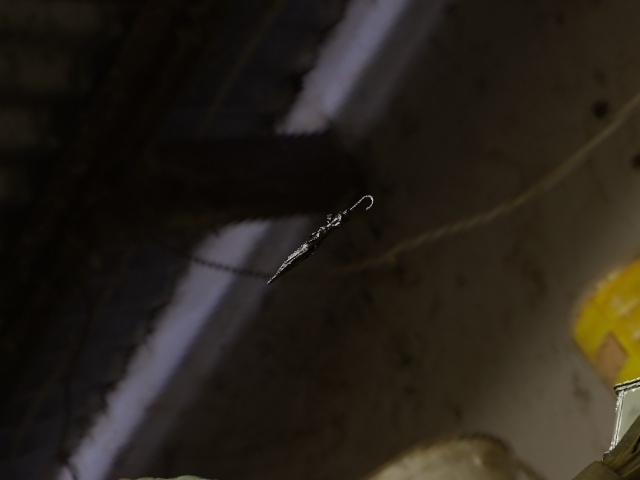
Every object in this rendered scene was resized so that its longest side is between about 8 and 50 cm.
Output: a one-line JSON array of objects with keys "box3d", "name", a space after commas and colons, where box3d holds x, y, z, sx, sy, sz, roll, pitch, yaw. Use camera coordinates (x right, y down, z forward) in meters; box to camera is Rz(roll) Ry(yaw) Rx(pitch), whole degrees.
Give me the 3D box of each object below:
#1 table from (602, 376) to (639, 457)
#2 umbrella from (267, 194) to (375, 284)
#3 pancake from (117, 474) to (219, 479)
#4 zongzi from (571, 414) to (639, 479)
[{"box3d": [0.256, 0.153, 1.314, 0.079, 0.083, 0.062, 34, -36, -27], "name": "table"}, {"box3d": [-0.001, -0.002, 1.578, 0.122, 0.022, 0.013, -37, -44, 6], "name": "umbrella"}, {"box3d": [-0.189, 0.326, 1.604, 0.376, 0.197, 0.054, -39, -22, 18], "name": "pancake"}, {"box3d": [0.170, 0.120, 0.948, 0.189, 0.081, 0.178, -56, -35, -18], "name": "zongzi"}]
